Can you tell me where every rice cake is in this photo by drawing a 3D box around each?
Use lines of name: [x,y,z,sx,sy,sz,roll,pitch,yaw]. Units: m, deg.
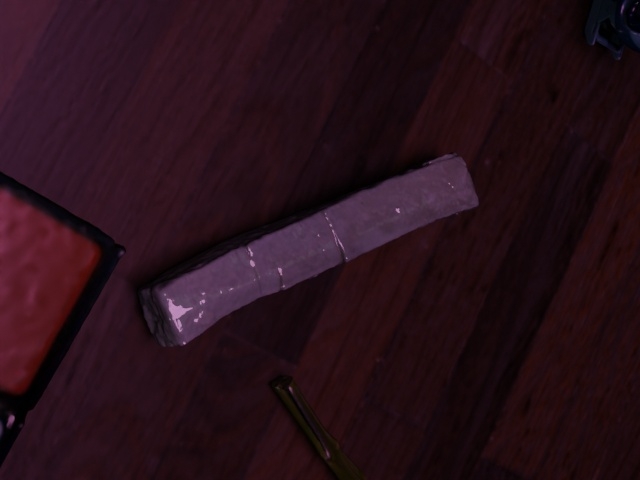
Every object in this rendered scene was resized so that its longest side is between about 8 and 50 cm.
rice cake: [0.000,0.000,0.713,0.245,0.042,0.045,-23,97,-27]

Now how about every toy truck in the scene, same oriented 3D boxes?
toy truck: [0.245,-0.200,0.818,0.063,0.074,0.136,21,87,-34]

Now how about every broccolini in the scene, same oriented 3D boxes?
broccolini: [0.032,0.171,0.772,0.042,0.044,0.218,-34,110,-7]

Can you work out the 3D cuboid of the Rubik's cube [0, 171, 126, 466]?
Rubik's cube: [-0.225,0.021,0.490,0.180,0.183,0.167,34,80,-30]
